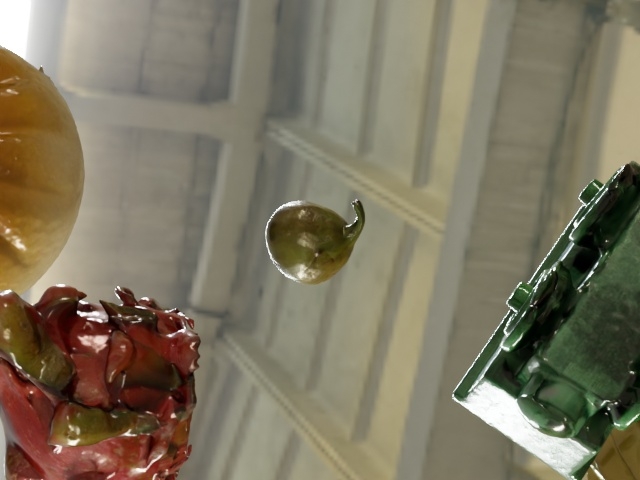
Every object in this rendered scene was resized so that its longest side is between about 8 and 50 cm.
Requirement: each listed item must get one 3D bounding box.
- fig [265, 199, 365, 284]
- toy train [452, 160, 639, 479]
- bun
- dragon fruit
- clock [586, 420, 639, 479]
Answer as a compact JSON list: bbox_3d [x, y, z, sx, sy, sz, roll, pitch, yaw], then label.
[{"bbox_3d":[0.000,0.000,1.269,0.082,0.098,0.084,-52,134,-62],"label":"fig"},{"bbox_3d":[0.236,0.057,1.108,0.266,0.145,0.202,-52,172,-21],"label":"toy train"},{"bbox_3d":[-0.382,-0.070,1.324,0.165,0.298,0.299,138,-45,-85],"label":"bun"},{"bbox_3d":[-0.138,0.084,0.787,0.150,0.207,0.133,-34,-129,20],"label":"dragon fruit"},{"bbox_3d":[0.385,0.277,1.254,0.200,0.244,0.317,-45,-149,27],"label":"clock"}]
